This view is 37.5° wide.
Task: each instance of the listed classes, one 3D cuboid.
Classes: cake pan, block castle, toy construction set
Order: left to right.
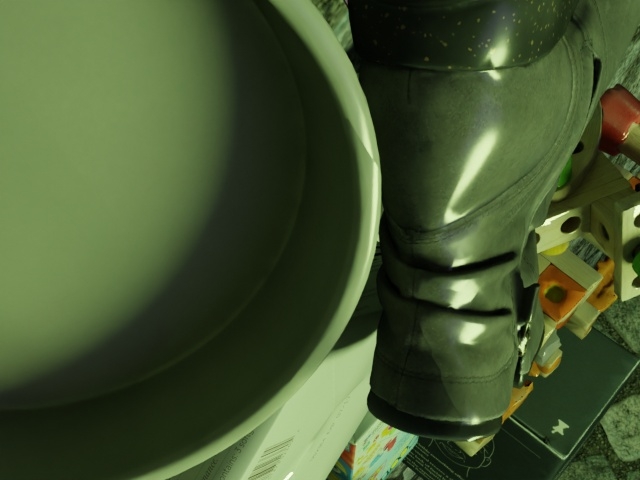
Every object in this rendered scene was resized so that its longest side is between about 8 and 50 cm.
[{"bbox_3d":[-0.124,-0.008,0.364,0.293,0.054,0.293,-8,126,-11],"label":"cake pan"},{"bbox_3d":[0.262,0.029,1.216,0.453,0.213,0.303,-43,158,-17],"label":"block castle"},{"bbox_3d":[0.189,0.005,0.877,0.257,0.237,0.309,-9,136,-28],"label":"toy construction set"}]

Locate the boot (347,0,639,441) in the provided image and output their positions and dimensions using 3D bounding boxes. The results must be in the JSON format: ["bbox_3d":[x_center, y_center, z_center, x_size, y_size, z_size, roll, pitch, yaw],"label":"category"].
[{"bbox_3d":[0.104,-0.057,0.516,0.338,0.118,0.222,-34,129,-49],"label":"boot"}]

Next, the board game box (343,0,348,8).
[{"bbox_3d":[0.146,-0.256,0.544,0.347,0.056,0.208,-29,160,8],"label":"board game box"}]

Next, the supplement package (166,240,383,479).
[{"bbox_3d":[-0.079,0.056,0.559,0.149,0.203,0.194,-8,131,-61],"label":"supplement package"}]

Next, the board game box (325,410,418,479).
[{"bbox_3d":[0.026,0.187,1.075,0.144,0.142,0.275,-44,157,-24],"label":"board game box"}]

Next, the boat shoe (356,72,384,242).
[{"bbox_3d":[0.000,0.000,0.781,0.340,0.127,0.158,-44,165,-1],"label":"boat shoe"}]

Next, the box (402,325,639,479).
[{"bbox_3d":[0.274,0.259,1.503,0.212,0.293,0.395,-43,158,-26],"label":"box"}]
